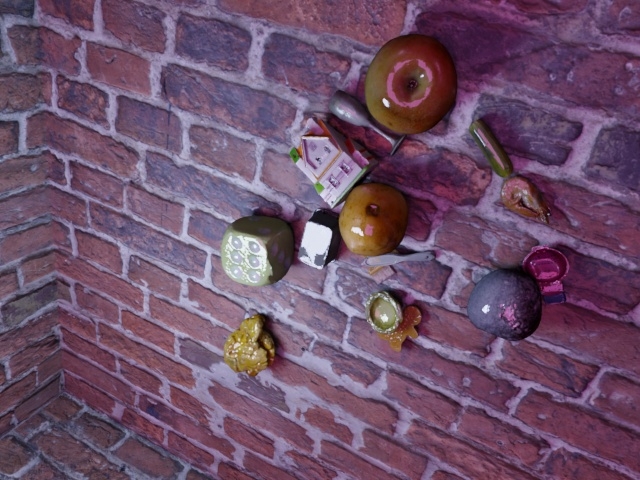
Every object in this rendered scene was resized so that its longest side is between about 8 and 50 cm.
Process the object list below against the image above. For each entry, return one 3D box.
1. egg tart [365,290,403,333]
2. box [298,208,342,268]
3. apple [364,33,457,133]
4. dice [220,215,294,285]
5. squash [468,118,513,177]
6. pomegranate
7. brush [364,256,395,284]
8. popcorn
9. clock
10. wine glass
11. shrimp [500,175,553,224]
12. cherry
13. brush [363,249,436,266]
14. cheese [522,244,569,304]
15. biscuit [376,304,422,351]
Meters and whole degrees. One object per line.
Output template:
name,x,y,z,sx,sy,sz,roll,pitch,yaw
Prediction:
egg tart,0.278,0.309,1.872,0.197,0.078,0.197,6,101,35
box,0.000,0.000,1.848,0.163,0.135,0.244,23,118,14
apple,0.297,-0.512,1.433,0.318,0.277,0.320,8,113,19
dice,-0.273,0.041,1.915,0.254,0.250,0.252,10,115,18
squash,0.598,-0.319,1.505,0.066,0.066,0.229,-33,94,30
pomegranate,0.200,-0.077,1.641,0.307,0.307,0.308,8,113,20
brush,0.200,0.062,1.857,0.103,0.013,0.272,-40,91,30
popcorn,-0.350,0.536,2.174,0.264,0.225,0.333,29,107,16
clock,0.036,-0.323,1.681,0.309,0.166,0.235,46,121,5
wine glass,0.152,-0.432,1.536,0.309,0.264,0.096,38,105,6
shrimp,0.731,-0.135,1.530,0.217,0.051,0.115,45,127,0
cherry,0.684,0.245,1.605,0.254,0.218,0.297,25,110,45
brush,0.324,0.061,1.785,0.296,0.060,0.068,-5,135,13
cheese,0.835,0.126,1.582,0.155,0.062,0.245,-16,106,29
biscuit,0.360,0.377,1.898,0.158,0.035,0.240,45,118,14
